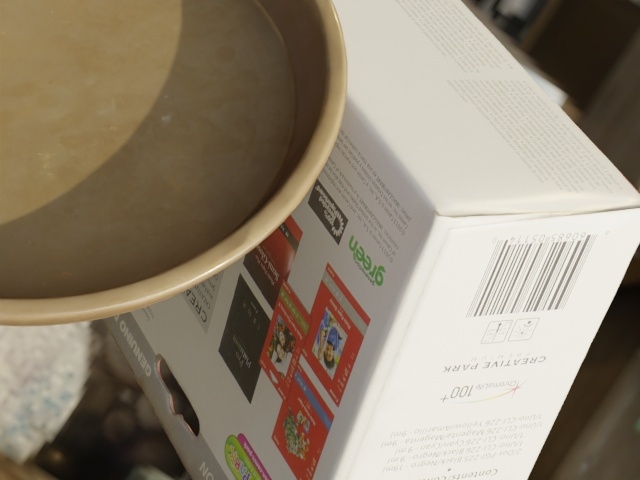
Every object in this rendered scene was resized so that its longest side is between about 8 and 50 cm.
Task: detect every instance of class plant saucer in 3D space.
[{"bbox_3d":[-0.126,-0.071,0.844,0.278,0.278,0.041,33,-31,21],"label":"plant saucer"}]

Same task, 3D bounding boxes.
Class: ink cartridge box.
[{"bbox_3d":[0.000,0.000,0.992,0.130,0.272,0.309,-3,40,-31],"label":"ink cartridge box"}]
